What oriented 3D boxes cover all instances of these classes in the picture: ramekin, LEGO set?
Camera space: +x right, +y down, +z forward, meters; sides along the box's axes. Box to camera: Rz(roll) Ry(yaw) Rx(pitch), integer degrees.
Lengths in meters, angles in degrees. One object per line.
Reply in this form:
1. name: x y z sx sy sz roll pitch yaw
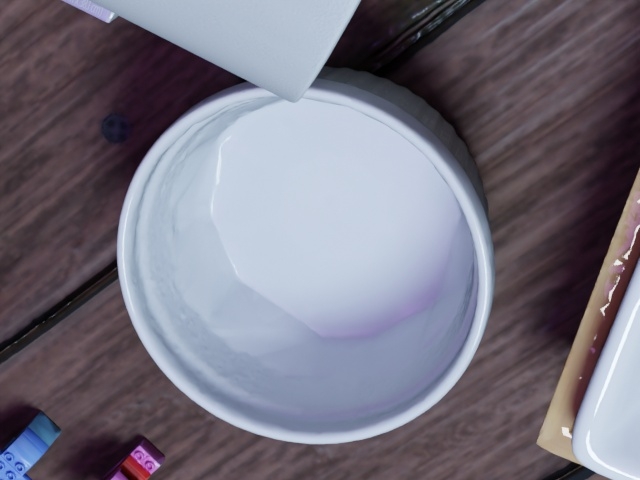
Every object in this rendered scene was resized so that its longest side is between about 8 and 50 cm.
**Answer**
1. ramekin: 0.000 0.000 0.941 0.207 0.109 0.207 4 110 12
2. LEGO set: -0.216 0.196 1.069 0.087 0.093 0.227 45 113 -5

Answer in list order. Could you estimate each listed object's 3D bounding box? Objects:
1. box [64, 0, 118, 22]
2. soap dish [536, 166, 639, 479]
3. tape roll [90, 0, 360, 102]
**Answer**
1. box: -0.239 -0.223 0.939 0.324 0.067 0.063 26 113 2
2. soap dish: 0.268 0.017 0.880 0.229 0.118 0.290 20 113 6
3. tape roll: -0.030 -0.206 0.763 0.169 0.246 0.246 27 113 -6
